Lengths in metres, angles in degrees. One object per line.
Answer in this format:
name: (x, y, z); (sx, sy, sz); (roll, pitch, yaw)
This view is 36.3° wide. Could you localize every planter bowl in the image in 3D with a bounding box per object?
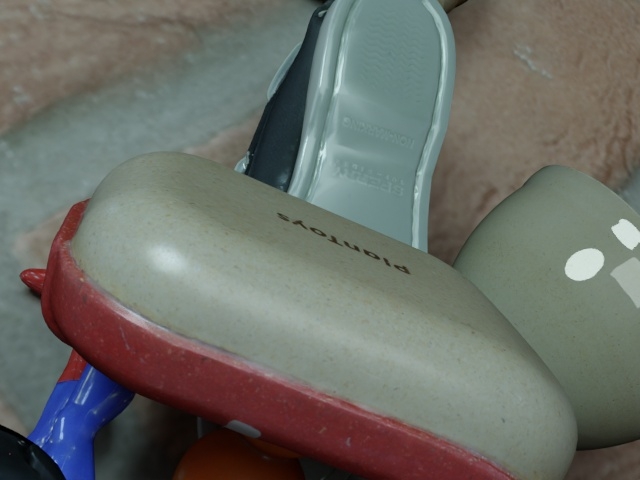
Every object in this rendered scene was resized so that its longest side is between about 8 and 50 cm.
planter bowl: (0.127, 0.053, 0.551); (0.109, 0.162, 0.162); (-31, 81, -9)

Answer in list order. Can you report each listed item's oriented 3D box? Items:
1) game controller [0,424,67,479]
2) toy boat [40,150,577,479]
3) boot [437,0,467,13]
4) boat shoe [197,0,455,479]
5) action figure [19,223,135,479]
game controller: (-0.188, 0.199, 0.287); (0.167, 0.067, 0.319); (17, 83, -15)
toy boat: (-0.013, 0.071, 0.411); (0.231, 0.151, 0.151); (23, 14, -12)
boot: (0.017, -0.264, 0.709); (0.248, 0.090, 0.207); (35, 42, -6)
boat shoe: (0.000, 0.000, 0.539); (0.114, 0.091, 0.302); (27, 69, -17)
action figure: (-0.151, 0.123, 0.398); (0.139, 0.091, 0.280); (15, 58, -28)
